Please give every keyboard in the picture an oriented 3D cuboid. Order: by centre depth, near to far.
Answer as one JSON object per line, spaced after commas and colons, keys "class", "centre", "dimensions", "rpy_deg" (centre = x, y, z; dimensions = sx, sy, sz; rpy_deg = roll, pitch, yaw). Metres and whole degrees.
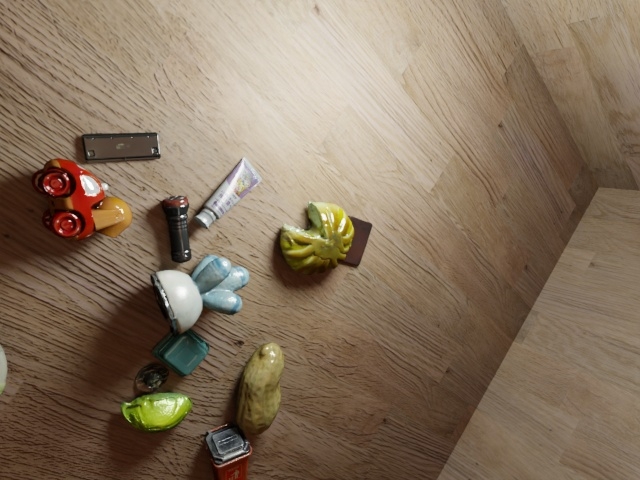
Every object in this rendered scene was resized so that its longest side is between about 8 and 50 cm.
{"class": "keyboard", "centre": [-0.640, -0.301, 1.377], "dimensions": [0.230, 0.025, 0.094], "rpy_deg": [-9, 104, -30]}

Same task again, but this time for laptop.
{"class": "laptop", "centre": [0.149, 0.002, 1.934], "dimensions": [0.153, 0.026, 0.207], "rpy_deg": [17, 93, -35]}

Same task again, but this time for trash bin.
{"class": "trash bin", "centre": [-0.379, 0.892, 1.737], "dimensions": [0.161, 0.184, 0.239], "rpy_deg": [-11, 117, -29]}

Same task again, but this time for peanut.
{"class": "peanut", "centre": [-0.239, 0.609, 1.747], "dimensions": [0.192, 0.169, 0.388], "rpy_deg": [8, 96, -45]}

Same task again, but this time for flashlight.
{"class": "flashlight", "centre": [-0.498, -0.038, 1.495], "dimensions": [0.092, 0.093, 0.232], "rpy_deg": [-12, 112, -29]}

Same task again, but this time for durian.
{"class": "durian", "centre": [-0.604, 0.639, 1.575], "dimensions": [0.249, 0.101, 0.139], "rpy_deg": [-1, 66, -31]}

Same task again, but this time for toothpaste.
{"class": "toothpaste", "centre": [-0.340, -0.170, 1.572], "dimensions": [0.299, 0.073, 0.114], "rpy_deg": [-51, 122, -21]}

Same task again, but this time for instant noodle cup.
{"class": "instant noodle cup", "centre": [-0.514, 0.421, 1.596], "dimensions": [0.157, 0.070, 0.179], "rpy_deg": [-47, 119, -16]}

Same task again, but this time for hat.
{"class": "hat", "centre": [-0.617, 0.514, 1.563], "dimensions": [0.121, 0.050, 0.121], "rpy_deg": [-8, 107, -27]}

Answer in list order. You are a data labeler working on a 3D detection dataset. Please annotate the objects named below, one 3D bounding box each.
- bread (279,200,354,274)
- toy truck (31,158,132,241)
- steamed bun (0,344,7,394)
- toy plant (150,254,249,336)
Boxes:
{"class": "bread", "centre": [0.000, 0.000, 1.760], "dimensions": [0.332, 0.160, 0.334], "rpy_deg": [-9, 107, -30]}
{"class": "toy truck", "centre": [-0.711, -0.122, 1.288], "dimensions": [0.239, 0.189, 0.265], "rpy_deg": [-19, 110, -38]}
{"class": "steamed bun", "centre": [-1.035, 0.397, 1.152], "dimensions": [0.309, 0.309, 0.310], "rpy_deg": [-8, 105, -30]}
{"class": "toy plant", "centre": [-0.407, 0.172, 1.516], "dimensions": [0.332, 0.247, 0.248], "rpy_deg": [-22, 112, -28]}
